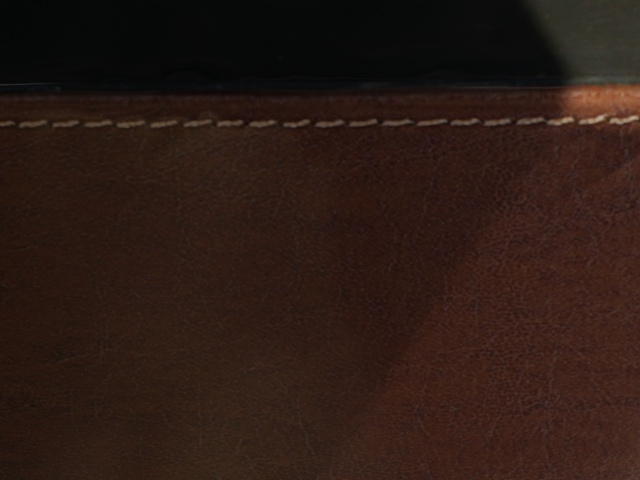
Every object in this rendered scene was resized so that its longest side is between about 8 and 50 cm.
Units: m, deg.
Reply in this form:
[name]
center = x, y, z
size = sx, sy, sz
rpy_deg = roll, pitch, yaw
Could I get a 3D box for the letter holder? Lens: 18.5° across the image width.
[letter holder]
center = 0.000, 0.000, 0.489
size = 0.152, 0.302, 0.214
rpy_deg = -83, 169, -47
